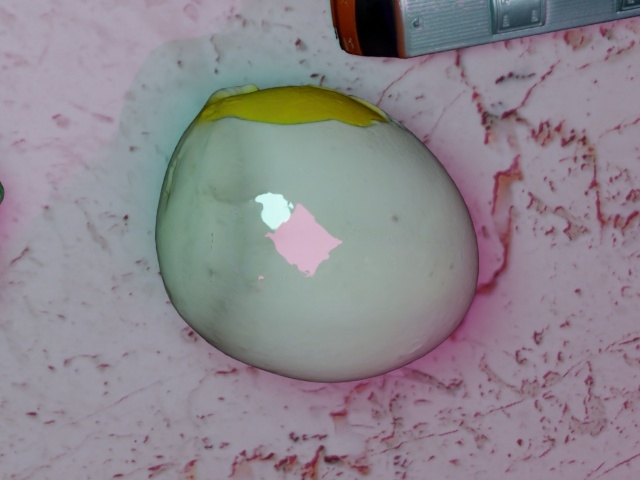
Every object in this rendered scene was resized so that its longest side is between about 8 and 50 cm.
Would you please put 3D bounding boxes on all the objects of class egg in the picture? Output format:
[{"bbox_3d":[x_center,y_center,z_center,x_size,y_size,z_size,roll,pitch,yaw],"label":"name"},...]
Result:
[{"bbox_3d":[0.000,0.000,1.824,0.345,0.283,0.283,24,99,-22],"label":"egg"}]

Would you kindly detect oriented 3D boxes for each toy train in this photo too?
[{"bbox_3d":[0.217,-0.256,1.905,0.409,0.089,0.086,-12,114,-11],"label":"toy train"}]

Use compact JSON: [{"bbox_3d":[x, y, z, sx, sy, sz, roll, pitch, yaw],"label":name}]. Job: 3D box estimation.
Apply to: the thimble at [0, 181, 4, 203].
[{"bbox_3d":[-0.412,-0.025,1.753,0.219,0.219,0.150,7,101,-16],"label":"thimble"}]
